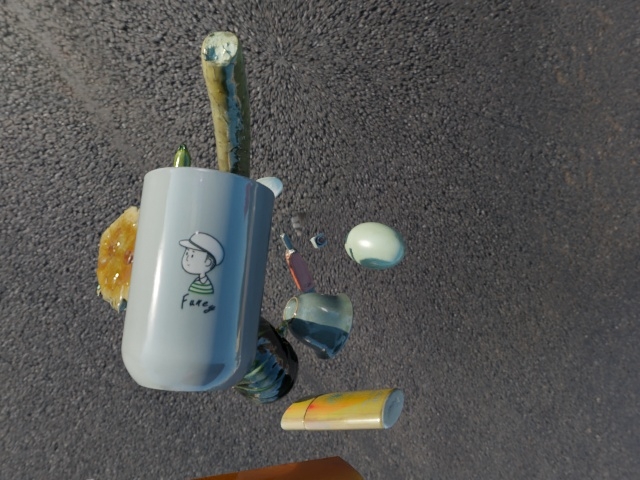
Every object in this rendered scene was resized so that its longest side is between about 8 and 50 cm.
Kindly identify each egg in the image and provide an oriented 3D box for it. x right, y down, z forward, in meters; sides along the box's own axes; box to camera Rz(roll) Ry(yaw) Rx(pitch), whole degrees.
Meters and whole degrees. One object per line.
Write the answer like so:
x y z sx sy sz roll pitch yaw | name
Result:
0.237 0.023 1.934 0.283 0.203 0.202 10 118 34 | egg

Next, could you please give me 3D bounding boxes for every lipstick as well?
0.000 0.000 0.924 0.025 0.107 0.025 -29 92 -7 | lipstick

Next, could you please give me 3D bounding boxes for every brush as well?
-0.090 0.110 1.799 0.070 0.051 0.323 -32 117 -16 | brush

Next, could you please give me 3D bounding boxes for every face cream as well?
0.050 0.413 1.079 0.285 0.139 0.067 -17 92 31 | face cream

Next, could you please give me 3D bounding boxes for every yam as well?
-0.177 -0.224 0.883 0.083 0.083 0.371 0 146 -5 | yam

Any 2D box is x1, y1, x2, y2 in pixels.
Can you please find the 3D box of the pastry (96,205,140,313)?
-0.553 0.053 1.353 0.329 0.329 0.136 -51 146 15 | pastry

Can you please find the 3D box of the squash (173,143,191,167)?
-0.550 -0.250 1.743 0.069 0.069 0.257 10 87 -9 | squash

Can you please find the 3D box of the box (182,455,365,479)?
-0.078 0.424 0.479 0.225 0.143 0.341 13 101 -37 | box

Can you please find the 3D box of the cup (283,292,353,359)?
-0.023 0.221 1.262 0.150 0.199 0.199 25 108 -24 | cup

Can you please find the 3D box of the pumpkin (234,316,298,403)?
-0.159 0.288 1.131 0.216 0.250 0.250 -48 110 -11 | pumpkin

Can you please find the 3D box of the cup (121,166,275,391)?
-0.185 0.062 0.689 0.206 0.205 0.312 5 79 -7 | cup

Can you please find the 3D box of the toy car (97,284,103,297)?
-0.739 0.149 1.573 0.122 0.035 0.059 -52 137 9 | toy car

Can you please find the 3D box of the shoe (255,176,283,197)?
-0.276 -0.166 1.744 0.265 0.110 0.095 -30 94 -24 | shoe
